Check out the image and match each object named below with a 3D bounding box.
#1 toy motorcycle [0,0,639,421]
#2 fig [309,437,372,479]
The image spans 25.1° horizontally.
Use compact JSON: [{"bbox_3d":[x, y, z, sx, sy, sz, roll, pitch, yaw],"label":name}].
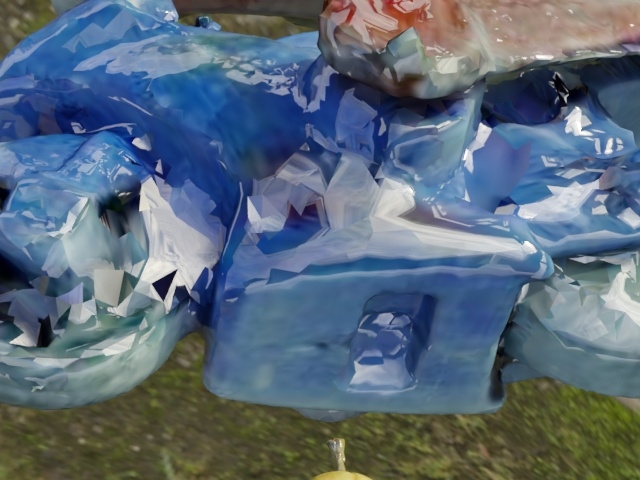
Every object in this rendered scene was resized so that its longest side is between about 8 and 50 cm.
[{"bbox_3d":[0.004,-0.021,0.570,0.319,0.241,0.182,2,107,-12],"label":"toy motorcycle"},{"bbox_3d":[0.028,0.315,1.712,0.160,0.143,0.231,12,56,-1],"label":"fig"}]
